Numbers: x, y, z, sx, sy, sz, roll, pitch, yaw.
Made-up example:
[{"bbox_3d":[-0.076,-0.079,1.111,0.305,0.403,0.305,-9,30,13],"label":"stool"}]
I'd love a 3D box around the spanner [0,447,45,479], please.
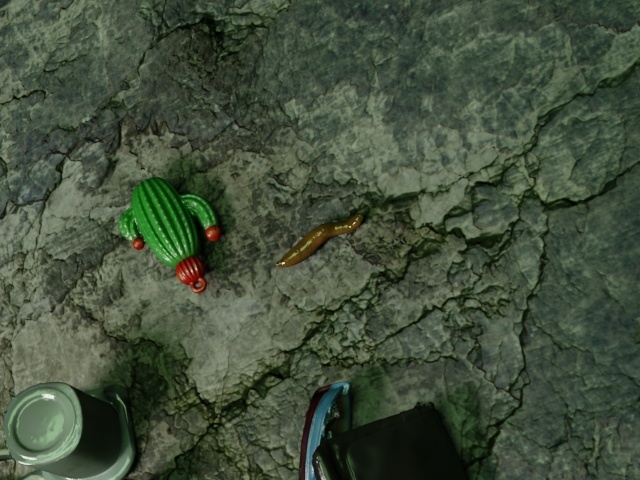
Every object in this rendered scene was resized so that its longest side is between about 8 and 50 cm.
[{"bbox_3d":[-0.552,0.431,1.770,0.324,0.040,0.096,-12,73,14],"label":"spanner"}]

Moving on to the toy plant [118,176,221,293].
[{"bbox_3d":[-0.268,-0.021,1.744,0.240,0.088,0.154,33,76,19],"label":"toy plant"}]

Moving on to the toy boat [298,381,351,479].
[{"bbox_3d":[0.025,0.341,1.516,0.097,0.100,0.223,1,80,33],"label":"toy boat"}]

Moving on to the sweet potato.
[{"bbox_3d":[-0.003,-0.004,1.651,0.179,0.044,0.044,-32,67,6],"label":"sweet potato"}]

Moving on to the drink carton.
[{"bbox_3d":[-0.444,0.342,1.652,0.185,0.189,0.191,-12,67,2],"label":"drink carton"}]

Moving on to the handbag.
[{"bbox_3d":[0.119,0.397,1.439,0.223,0.080,0.247,-17,74,-16],"label":"handbag"}]
